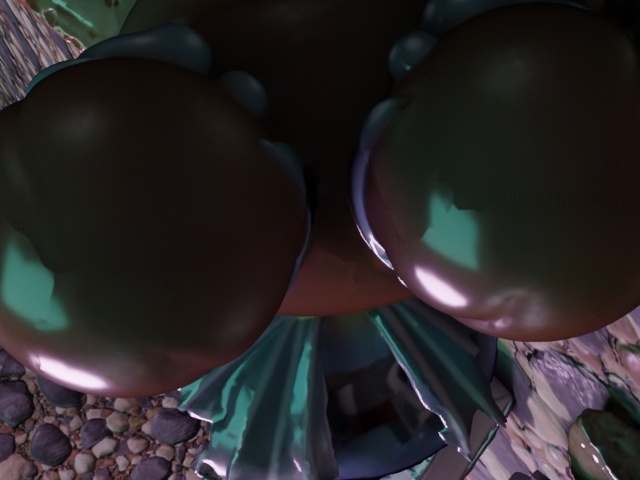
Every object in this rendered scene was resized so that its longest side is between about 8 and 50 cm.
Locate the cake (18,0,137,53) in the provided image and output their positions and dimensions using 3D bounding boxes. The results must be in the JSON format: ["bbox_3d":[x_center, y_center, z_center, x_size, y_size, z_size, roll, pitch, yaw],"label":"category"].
[{"bbox_3d":[-0.103,-0.161,0.725,0.090,0.109,0.225,34,-171,-11],"label":"cake"}]

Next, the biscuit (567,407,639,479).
[{"bbox_3d":[0.219,0.209,0.814,0.250,0.032,0.133,53,166,8],"label":"biscuit"}]

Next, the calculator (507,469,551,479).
[{"bbox_3d":[0.204,0.267,0.859,0.294,0.043,0.194,57,171,-11],"label":"calculator"}]

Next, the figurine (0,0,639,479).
[{"bbox_3d":[-0.001,-0.001,0.649,0.388,0.277,0.248,86,174,-61],"label":"figurine"}]

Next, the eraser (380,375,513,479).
[{"bbox_3d":[0.032,0.090,1.002,0.210,0.068,0.124,48,128,30],"label":"eraser"}]
